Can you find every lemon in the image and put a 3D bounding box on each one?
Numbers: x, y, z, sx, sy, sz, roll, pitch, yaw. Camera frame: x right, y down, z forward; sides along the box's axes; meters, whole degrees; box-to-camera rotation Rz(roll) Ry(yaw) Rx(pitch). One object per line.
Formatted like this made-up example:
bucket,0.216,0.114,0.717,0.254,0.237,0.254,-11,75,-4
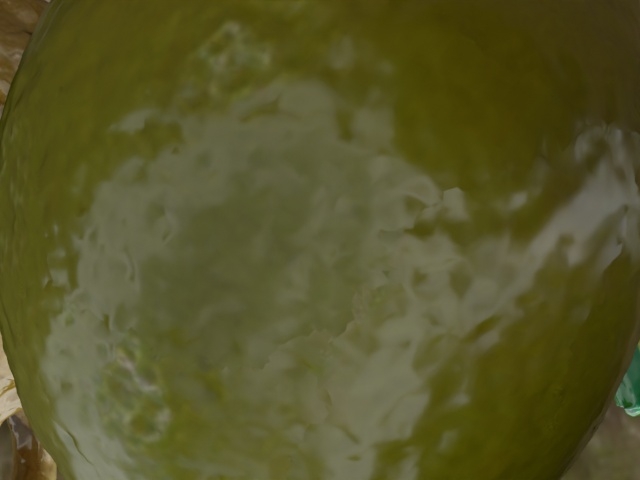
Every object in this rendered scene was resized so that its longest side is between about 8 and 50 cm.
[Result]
lemon,0.000,0.000,0.480,0.184,0.184,0.248,4,118,-25

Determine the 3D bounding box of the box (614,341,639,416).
box,0.267,-0.003,1.052,0.250,0.180,0.103,-18,179,31

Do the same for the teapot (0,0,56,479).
teapot,-0.168,0.012,0.706,0.203,0.167,0.311,-3,125,15
